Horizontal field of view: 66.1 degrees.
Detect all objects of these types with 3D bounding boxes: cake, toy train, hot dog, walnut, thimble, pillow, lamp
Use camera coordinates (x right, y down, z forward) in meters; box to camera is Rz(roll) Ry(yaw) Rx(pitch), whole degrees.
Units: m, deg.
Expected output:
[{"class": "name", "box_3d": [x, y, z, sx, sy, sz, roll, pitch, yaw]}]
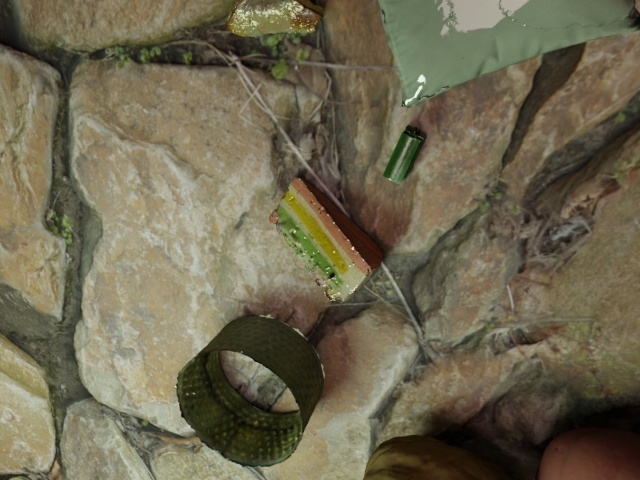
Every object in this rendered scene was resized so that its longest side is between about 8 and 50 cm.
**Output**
[{"class": "cake", "box_3d": [0.012, -0.003, 0.885, 0.225, 0.090, 0.109, 50, 121, 18]}, {"class": "toy train", "box_3d": [0.132, -0.135, 0.780, 0.038, 0.056, 0.093, 28, 116, 10]}, {"class": "hot dog", "box_3d": [-0.068, -0.359, 0.763, 0.169, 0.061, 0.078, 6, 154, 19]}, {"class": "walnut", "box_3d": [0.227, 0.511, 0.866, 0.344, 0.306, 0.306, 22, 116, 21]}, {"class": "thimble", "box_3d": [-0.133, 0.297, 0.988, 0.271, 0.150, 0.270, 7, 112, 17]}, {"class": "pillow", "box_3d": [0.207, -0.362, 0.632, 0.313, 0.119, 0.310, -16, 100, 24]}, {"class": "lamp", "box_3d": [0.495, 0.423, 0.759, 0.305, 0.240, 0.305, 49, 159, 25]}]
